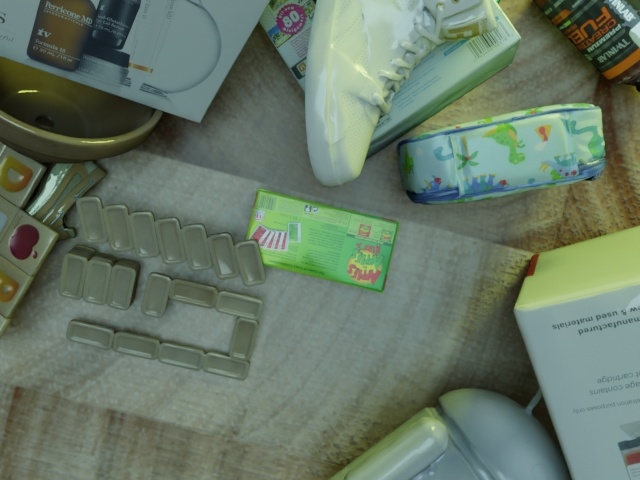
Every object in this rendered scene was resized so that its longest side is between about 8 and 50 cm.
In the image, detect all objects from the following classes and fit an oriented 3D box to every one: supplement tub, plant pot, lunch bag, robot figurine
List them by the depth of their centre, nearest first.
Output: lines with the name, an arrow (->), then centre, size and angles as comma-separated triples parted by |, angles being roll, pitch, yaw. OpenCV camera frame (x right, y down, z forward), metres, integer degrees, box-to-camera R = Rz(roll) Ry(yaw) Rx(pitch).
plant pot -> -0.308, -0.168, 0.741 | 0.237, 0.237, 0.110 | 41, 131, -2
robot figurine -> 0.138, 0.309, 0.747 | 0.353, 0.200, 0.300 | -36, 132, 0
lunch bag -> 0.203, -0.098, 0.751 | 0.219, 0.176, 0.090 | -11, 97, 1
supplement tub -> 0.362, -0.265, 0.783 | 0.198, 0.106, 0.106 | 45, 90, -2

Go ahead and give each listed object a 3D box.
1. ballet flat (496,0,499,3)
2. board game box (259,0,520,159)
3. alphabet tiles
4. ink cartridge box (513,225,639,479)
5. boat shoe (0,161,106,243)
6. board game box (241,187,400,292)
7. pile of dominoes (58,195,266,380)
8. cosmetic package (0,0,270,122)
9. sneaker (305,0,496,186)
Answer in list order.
ballet flat -> 0.155, -0.250, 0.796 | 0.068, 0.072, 0.213 | 32, 91, 2
board game box -> 0.046, -0.275, 0.741 | 0.224, 0.097, 0.303 | -32, 85, 10
alphabet tiles -> -0.485, -0.021, 0.774 | 0.342, 0.011, 0.285 | 31, 91, 12
ink cartridge box -> 0.355, 0.199, 0.696 | 0.160, 0.279, 0.384 | -18, 93, 22
boat shoe -> -0.336, -0.022, 0.796 | 0.072, 0.068, 0.190 | 35, 92, -18
board game box -> 0.000, 0.000, 0.812 | 0.181, 0.043, 0.092 | 13, 92, -1
pile of dominoes -> -0.193, 0.057, 0.807 | 0.251, 0.040, 0.196 | 14, 108, -5
cosmetic package -> -0.234, -0.289, 0.604 | 0.377, 0.284, 0.097 | 15, 48, -27
sneaker -> 0.083, -0.192, 0.632 | 0.169, 0.108, 0.292 | 7, 92, 15
